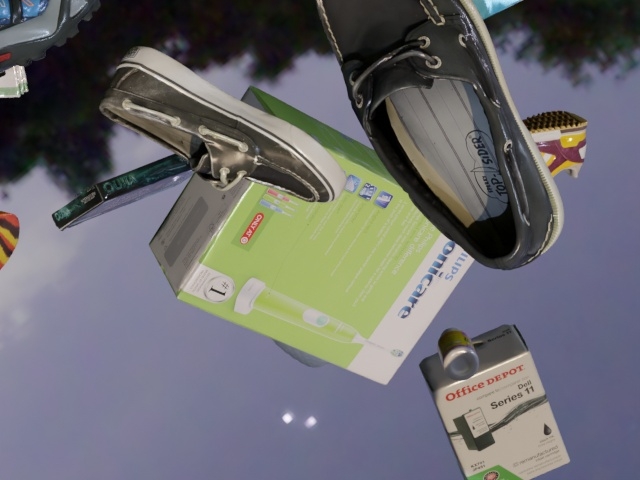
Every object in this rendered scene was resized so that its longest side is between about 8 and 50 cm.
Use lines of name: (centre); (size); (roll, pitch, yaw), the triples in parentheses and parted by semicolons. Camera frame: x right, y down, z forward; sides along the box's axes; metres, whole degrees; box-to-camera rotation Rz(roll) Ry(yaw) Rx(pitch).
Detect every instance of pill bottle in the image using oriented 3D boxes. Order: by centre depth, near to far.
pill bottle: (0.164, 0.134, 1.742); (0.043, 0.043, 0.083); (-37, -163, 9)

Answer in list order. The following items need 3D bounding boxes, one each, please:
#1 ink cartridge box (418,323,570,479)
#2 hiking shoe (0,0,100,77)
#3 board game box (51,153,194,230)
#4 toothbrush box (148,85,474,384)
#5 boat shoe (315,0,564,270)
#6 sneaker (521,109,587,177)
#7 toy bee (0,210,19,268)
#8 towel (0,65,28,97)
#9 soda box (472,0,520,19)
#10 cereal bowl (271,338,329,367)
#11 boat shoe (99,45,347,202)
ink cartridge box: (0.246, 0.243, 2.057); (0.153, 0.208, 0.087); (-24, -154, 0)
hiking shoe: (-0.258, -0.176, 1.053); (0.113, 0.132, 0.304); (-19, -155, 33)
board game box: (-0.220, -0.068, 1.752); (0.186, 0.026, 0.126); (-25, 179, -39)
toothbrush box: (0.000, 0.000, 1.514); (0.206, 0.283, 0.122); (-57, -148, 14)
boat shoe: (0.085, -0.118, 1.227); (0.127, 0.340, 0.113); (-24, -173, 27)
sneaker: (0.218, -0.092, 1.641); (0.186, 0.083, 0.069); (-8, -155, -17)
toy bee: (-0.512, 0.025, 1.757); (0.195, 0.298, 0.162); (15, -85, 61)
towel: (-0.373, -0.216, 1.508); (0.113, 0.152, 0.023); (-7, -156, -2)
soda box: (0.140, -0.333, 1.505); (0.071, 0.210, 0.067); (-25, -169, 14)
cereal bowl: (0.012, 0.012, 2.138); (0.339, 0.141, 0.339); (-53, -164, 22)
boat shoe: (-0.083, -0.079, 1.234); (0.070, 0.219, 0.078); (-65, -170, -24)
